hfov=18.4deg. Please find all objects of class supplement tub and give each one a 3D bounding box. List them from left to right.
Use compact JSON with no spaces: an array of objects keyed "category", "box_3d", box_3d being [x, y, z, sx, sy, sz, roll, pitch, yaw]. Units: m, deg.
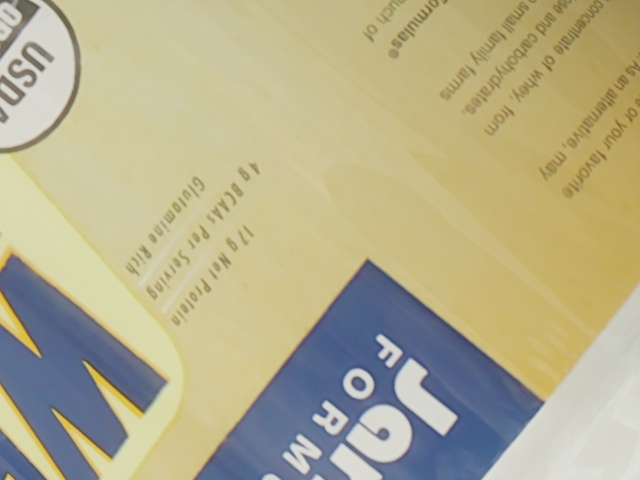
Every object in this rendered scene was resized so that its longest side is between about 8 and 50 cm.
[{"category":"supplement tub","box_3d":[0.000,0.000,0.507,0.316,0.228,0.228,39,143,5]}]
